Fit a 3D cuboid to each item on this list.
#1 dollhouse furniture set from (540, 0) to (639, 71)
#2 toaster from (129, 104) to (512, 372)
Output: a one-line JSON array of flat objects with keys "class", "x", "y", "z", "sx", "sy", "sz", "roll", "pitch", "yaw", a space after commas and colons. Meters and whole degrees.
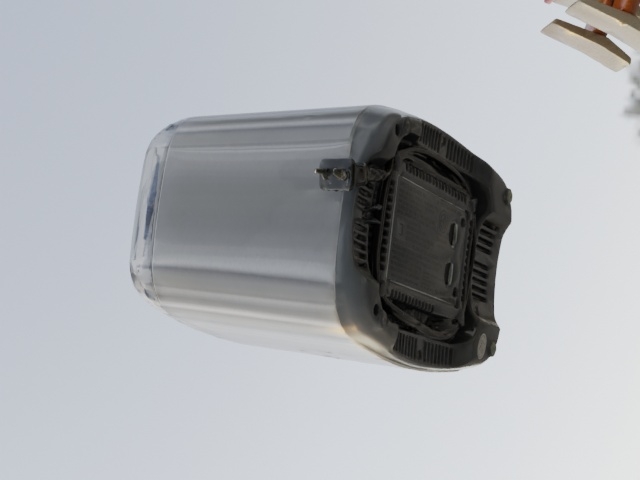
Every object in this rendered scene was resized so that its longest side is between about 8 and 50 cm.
[{"class": "dollhouse furniture set", "x": 0.295, "y": -0.318, "z": 1.432, "sx": 0.259, "sy": 0.135, "sz": 0.262, "roll": 147, "pitch": 147, "yaw": -79}, {"class": "toaster", "x": 0.000, "y": 0.000, "z": 0.745, "sx": 0.227, "sy": 0.147, "sz": 0.129, "roll": 20, "pitch": -106, "yaw": -60}]
